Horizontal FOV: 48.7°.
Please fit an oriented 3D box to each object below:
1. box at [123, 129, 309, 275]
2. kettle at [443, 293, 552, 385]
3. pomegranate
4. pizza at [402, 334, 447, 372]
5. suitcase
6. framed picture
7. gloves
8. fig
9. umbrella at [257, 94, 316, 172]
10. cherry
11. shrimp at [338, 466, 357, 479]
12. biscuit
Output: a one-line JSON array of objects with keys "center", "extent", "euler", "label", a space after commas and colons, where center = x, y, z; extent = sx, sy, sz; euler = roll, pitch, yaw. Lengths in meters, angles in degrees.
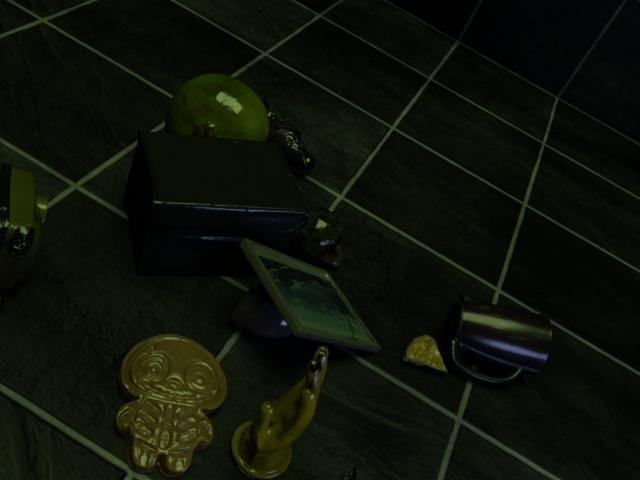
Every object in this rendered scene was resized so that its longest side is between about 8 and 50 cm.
[{"center": [-0.243, -0.081, 1.574], "extent": [0.344, 0.205, 0.251], "euler": [3, 44, -28], "label": "box"}, {"center": [0.404, 0.241, 1.670], "extent": [0.232, 0.144, 0.202], "euler": [14, 71, -6], "label": "kettle"}, {"center": [-0.006, 0.002, 1.693], "extent": [0.125, 0.138, 0.163], "euler": [-33, 98, -58], "label": "pomegranate"}, {"center": [0.242, 0.269, 1.609], "extent": [0.108, 0.026, 0.123], "euler": [43, 38, 15], "label": "pizza"}, {"center": [-0.597, -0.016, 1.307], "extent": [0.143, 0.194, 0.235], "euler": [12, 40, -30], "label": "suitcase"}, {"center": [-0.015, 0.124, 1.501], "extent": [0.335, 0.022, 0.247], "euler": [24, 26, -55], "label": "framed picture"}, {"center": [-0.055, 0.284, 1.203], "extent": [0.116, 0.294, 0.133], "euler": [21, 39, -10], "label": "gloves"}, {"center": [-0.259, -0.295, 1.784], "extent": [0.257, 0.258, 0.326], "euler": [18, 19, -12], "label": "fig"}, {"center": [-0.127, -0.309, 1.990], "extent": [0.090, 0.094, 0.326], "euler": [-30, 63, -31], "label": "umbrella"}, {"center": [-0.118, 0.129, 1.504], "extent": [0.148, 0.115, 0.188], "euler": [-23, 43, -3], "label": "cherry"}, {"center": [0.070, 0.503, 1.229], "extent": [0.152, 0.046, 0.219], "euler": [22, 43, -5], "label": "shrimp"}, {"center": [-0.273, 0.287, 1.279], "extent": [0.201, 0.044, 0.289], "euler": [19, 37, -11], "label": "biscuit"}]
